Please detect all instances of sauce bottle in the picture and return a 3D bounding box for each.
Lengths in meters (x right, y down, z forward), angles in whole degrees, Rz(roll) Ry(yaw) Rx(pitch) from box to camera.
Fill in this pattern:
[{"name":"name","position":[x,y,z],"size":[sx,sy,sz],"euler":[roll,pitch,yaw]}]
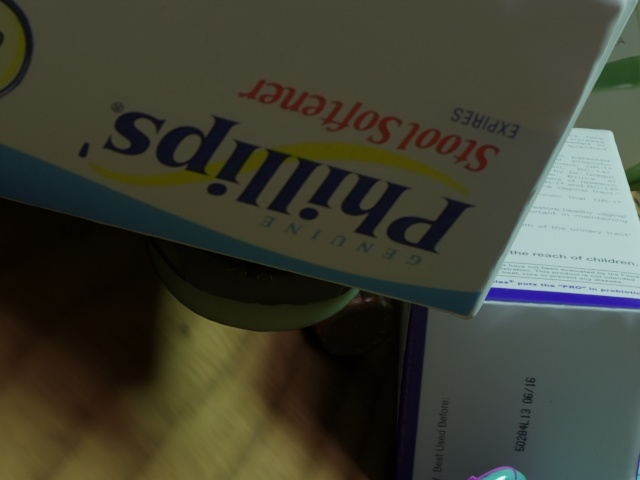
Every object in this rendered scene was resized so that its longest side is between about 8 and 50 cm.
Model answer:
[{"name":"sauce bottle","position":[0.000,0.000,0.826],"size":[0.042,0.042,0.128],"euler":[32,24,-43]}]

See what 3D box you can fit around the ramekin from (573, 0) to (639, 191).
[{"name":"ramekin","position":[0.181,-0.173,1.179],"size":[0.303,0.303,0.148],"euler":[53,26,7]}]

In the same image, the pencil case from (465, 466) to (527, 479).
[{"name":"pencil case","position":[0.081,0.166,0.660],"size":[0.070,0.064,0.152],"euler":[53,10,-49]}]

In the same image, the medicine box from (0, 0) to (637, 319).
[{"name":"medicine box","position":[-0.053,-0.134,0.641],"size":[0.263,0.149,0.289],"euler":[14,31,-16]}]

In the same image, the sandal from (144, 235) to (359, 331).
[{"name":"sandal","position":[-0.028,-0.033,0.760],"size":[0.120,0.086,0.303],"euler":[4,29,3]}]

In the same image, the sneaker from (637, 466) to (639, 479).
[{"name":"sneaker","position":[0.149,0.132,0.833],"size":[0.110,0.107,0.275],"euler":[39,20,-5]}]

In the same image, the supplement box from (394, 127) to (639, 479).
[{"name":"supplement box","position":[0.095,0.029,0.816],"size":[0.114,0.111,0.220],"euler":[4,26,0]}]
